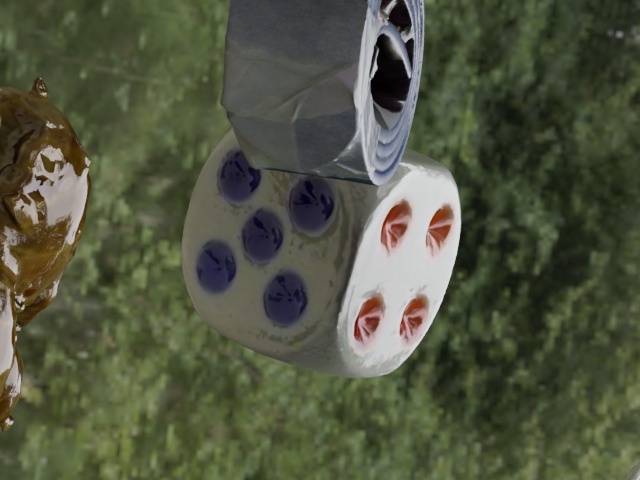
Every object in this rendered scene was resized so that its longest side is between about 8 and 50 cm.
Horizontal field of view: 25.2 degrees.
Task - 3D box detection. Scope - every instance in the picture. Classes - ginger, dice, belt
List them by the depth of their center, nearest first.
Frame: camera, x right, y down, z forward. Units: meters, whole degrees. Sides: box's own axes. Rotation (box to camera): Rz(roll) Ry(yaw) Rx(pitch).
[{"bbox_3d":[-0.298,0.057,1.139,0.274,0.152,0.358,118,-4,-71],"label":"ginger"},{"bbox_3d":[0.011,-0.156,1.219,0.347,0.117,0.213,9,91,-80],"label":"belt"},{"bbox_3d":[0.000,0.000,1.977,0.277,0.304,0.304,4,104,-55],"label":"dice"}]

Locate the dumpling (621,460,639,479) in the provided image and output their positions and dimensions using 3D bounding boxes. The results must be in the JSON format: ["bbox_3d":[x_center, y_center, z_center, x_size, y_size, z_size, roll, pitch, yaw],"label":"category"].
[{"bbox_3d":[0.290,0.210,1.067,0.134,0.169,0.100,-61,-179,-39],"label":"dumpling"}]
